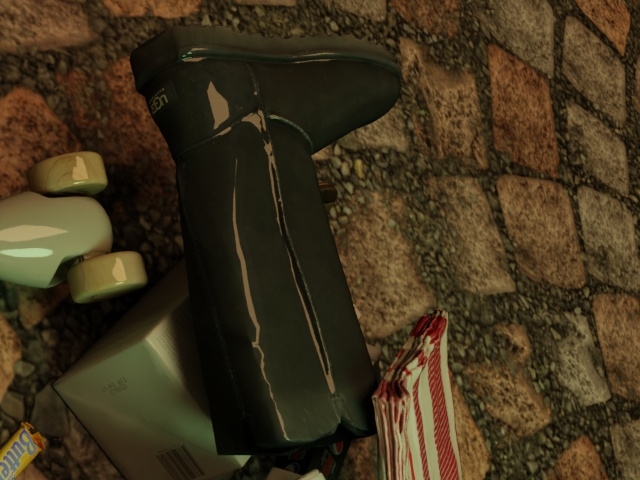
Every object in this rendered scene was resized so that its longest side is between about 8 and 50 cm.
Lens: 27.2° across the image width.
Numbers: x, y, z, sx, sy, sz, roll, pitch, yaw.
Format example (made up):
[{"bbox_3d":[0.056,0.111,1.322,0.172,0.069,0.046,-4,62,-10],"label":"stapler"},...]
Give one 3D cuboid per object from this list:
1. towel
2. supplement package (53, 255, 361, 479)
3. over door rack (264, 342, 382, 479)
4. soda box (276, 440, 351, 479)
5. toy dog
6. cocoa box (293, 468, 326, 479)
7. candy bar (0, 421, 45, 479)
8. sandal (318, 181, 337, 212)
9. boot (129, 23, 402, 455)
[{"bbox_3d":[0.120,0.228,1.471,0.329,0.037,0.237,-44,128,-71],"label":"towel"},{"bbox_3d":[-0.120,0.122,1.497,0.175,0.177,0.293,54,41,-11],"label":"supplement package"},{"bbox_3d":[0.057,0.315,1.562,0.239,0.108,0.324,-60,144,-46],"label":"over door rack"},{"bbox_3d":[-0.013,0.277,1.624,0.053,0.060,0.169,52,42,-26],"label":"soda box"},{"bbox_3d":[-0.350,0.010,1.361,0.334,0.161,0.220,11,65,-28],"label":"toy dog"},{"bbox_3d":[-0.051,0.451,1.309,0.347,0.228,0.231,61,28,8],"label":"cocoa box"},{"bbox_3d":[-0.332,0.244,1.328,0.040,0.018,0.161,54,42,-14],"label":"candy bar"},{"bbox_3d":[-0.063,-0.053,1.744,0.219,0.090,0.060,-7,54,-42],"label":"sandal"},{"bbox_3d":[-0.002,0.000,1.435,0.367,0.146,0.445,-4,68,-40],"label":"boot"}]
